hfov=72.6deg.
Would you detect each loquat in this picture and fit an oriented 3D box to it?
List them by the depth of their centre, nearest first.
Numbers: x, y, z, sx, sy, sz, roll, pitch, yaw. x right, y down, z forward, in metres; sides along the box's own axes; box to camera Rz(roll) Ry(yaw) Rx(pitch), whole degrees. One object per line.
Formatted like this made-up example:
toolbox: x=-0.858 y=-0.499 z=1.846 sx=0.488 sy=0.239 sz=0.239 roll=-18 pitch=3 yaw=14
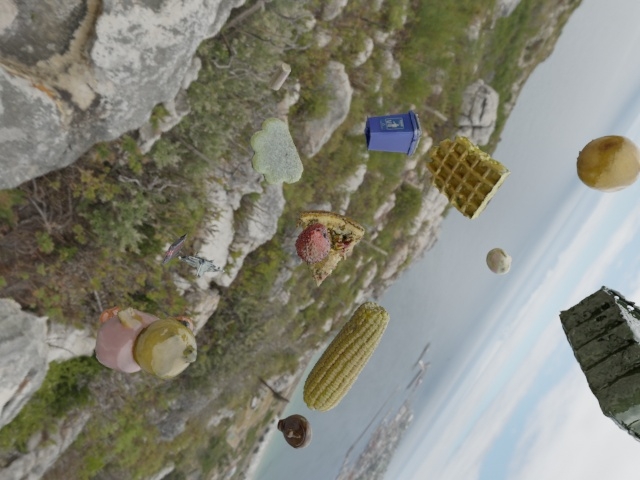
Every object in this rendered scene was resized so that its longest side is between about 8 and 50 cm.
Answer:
loquat: x=1.003 y=-0.266 z=1.521 sx=0.208 sy=0.208 sz=0.208 roll=-42 pitch=152 yaw=-28

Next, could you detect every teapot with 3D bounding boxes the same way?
teapot: x=-0.085 y=0.602 z=1.376 sx=0.078 sy=0.129 sz=0.098 roll=18 pitch=83 yaw=-46

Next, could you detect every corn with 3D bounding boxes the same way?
corn: x=0.068 y=0.325 z=1.196 sx=0.363 sy=0.120 sz=0.120 roll=-57 pitch=156 yaw=15

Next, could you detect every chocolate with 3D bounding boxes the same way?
chocolate: x=-0.507 y=0.026 z=1.521 sx=0.086 sy=0.028 sz=0.182 roll=-58 pitch=-178 yaw=26

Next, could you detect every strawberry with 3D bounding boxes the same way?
strawberry: x=-0.016 y=0.006 z=0.989 sx=0.083 sy=0.083 sz=0.097 roll=-12 pitch=133 yaw=-57

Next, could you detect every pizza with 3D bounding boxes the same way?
pizza: x=0.000 y=0.000 z=1.661 sx=0.288 sy=0.251 sz=0.074 roll=-53 pitch=-177 yaw=-10

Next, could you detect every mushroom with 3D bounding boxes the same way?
mushroom: x=0.544 y=0.063 z=1.326 sx=0.067 sy=0.084 sz=0.084 roll=-13 pitch=140 yaw=-16

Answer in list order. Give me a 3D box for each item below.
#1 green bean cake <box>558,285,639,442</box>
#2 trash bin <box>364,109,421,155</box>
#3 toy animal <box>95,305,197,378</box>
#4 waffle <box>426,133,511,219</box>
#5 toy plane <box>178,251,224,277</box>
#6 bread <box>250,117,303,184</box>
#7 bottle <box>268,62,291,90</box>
green bean cake: x=0.553 y=0.232 z=0.740 sx=0.132 sy=0.241 sz=0.255 roll=-46 pitch=-161 yaw=32
trash bin: x=0.324 y=-0.480 z=1.982 sx=0.234 sy=0.163 sz=0.184 roll=-2 pitch=149 yaw=-4
toy animal: x=-0.421 y=0.253 z=1.076 sx=0.169 sy=0.281 sz=0.196 roll=-68 pitch=153 yaw=-49
waffle: x=0.366 y=-0.181 z=1.138 sx=0.055 sy=0.211 sz=0.161 roll=-19 pitch=147 yaw=-36
toy plane: x=-0.413 y=0.088 z=1.515 sx=0.234 sy=0.159 sz=0.083 roll=156 pitch=-49 yaw=-75
bread: x=-0.187 y=-0.341 z=1.776 sx=0.207 sy=0.056 sz=0.287 roll=-38 pitch=118 yaw=-22
bottle: x=-0.142 y=-0.574 z=1.531 sx=0.045 sy=0.045 sz=0.096 roll=-30 pitch=175 yaw=-44
